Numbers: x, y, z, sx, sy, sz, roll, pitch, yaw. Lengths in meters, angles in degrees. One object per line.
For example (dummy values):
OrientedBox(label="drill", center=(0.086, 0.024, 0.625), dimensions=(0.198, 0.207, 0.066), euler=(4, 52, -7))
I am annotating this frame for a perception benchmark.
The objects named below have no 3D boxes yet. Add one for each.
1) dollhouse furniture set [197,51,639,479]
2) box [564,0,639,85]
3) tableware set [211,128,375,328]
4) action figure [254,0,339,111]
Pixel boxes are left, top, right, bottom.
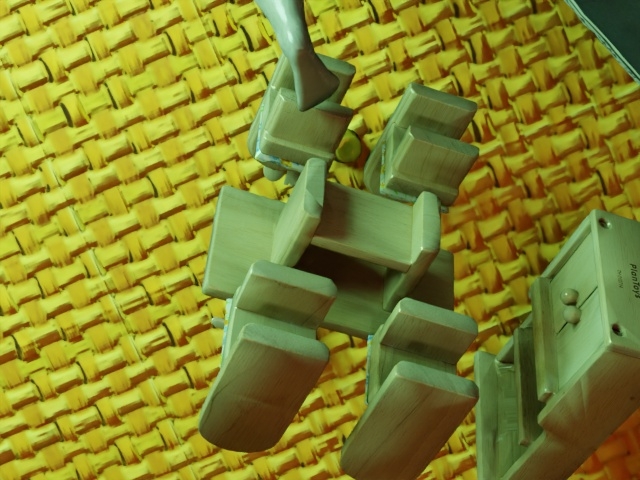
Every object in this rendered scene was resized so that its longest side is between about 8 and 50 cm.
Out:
OrientedBox(label="dollhouse furniture set", center=(0.049, 0.045, 0.696), dimensions=(0.242, 0.212, 0.161), euler=(16, 136, -12))
OrientedBox(label="box", center=(0.220, -0.347, 0.433), dimensions=(0.472, 0.297, 0.479), euler=(39, 73, -34))
OrientedBox(label="tableware set", center=(0.000, 0.000, 0.785), dimensions=(0.104, 0.024, 0.154), euler=(19, 98, -13))
OrientedBox(label="action figure", center=(0.013, -0.286, 0.620), dimensions=(0.341, 0.178, 0.330), euler=(-36, 85, 18))
